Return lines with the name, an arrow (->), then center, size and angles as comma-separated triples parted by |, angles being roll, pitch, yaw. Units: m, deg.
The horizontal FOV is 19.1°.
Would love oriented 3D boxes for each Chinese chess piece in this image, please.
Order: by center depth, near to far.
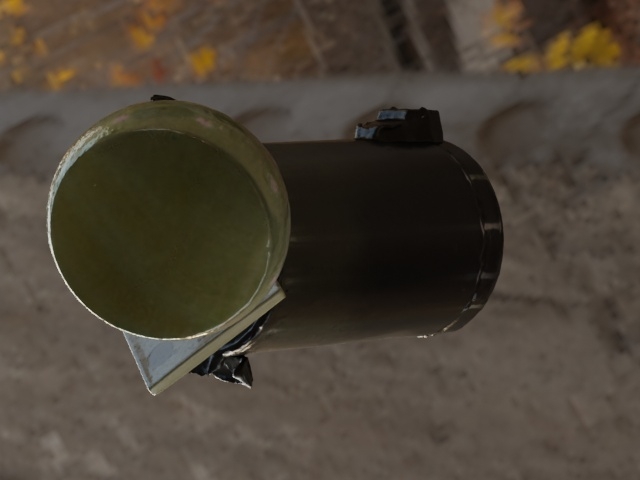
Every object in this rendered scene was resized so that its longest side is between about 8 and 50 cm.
Chinese chess piece -> -0.088, -0.012, 1.116 | 0.058, 0.144, 0.144 | -71, -42, -68

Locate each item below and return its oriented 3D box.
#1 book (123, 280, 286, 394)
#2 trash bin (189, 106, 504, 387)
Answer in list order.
book -> -0.098, 0.030, 1.382 | 0.012, 0.118, 0.172 | 51, -177, -35
trash bin -> 0.000, 0.000, 1.792 | 0.203, 0.301, 0.252 | 8, 99, 45
